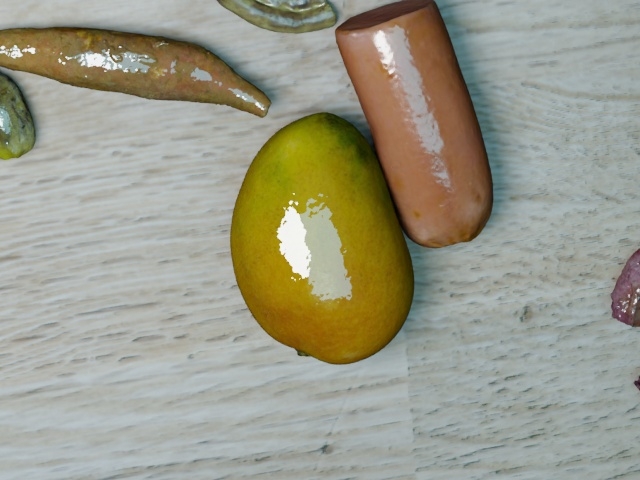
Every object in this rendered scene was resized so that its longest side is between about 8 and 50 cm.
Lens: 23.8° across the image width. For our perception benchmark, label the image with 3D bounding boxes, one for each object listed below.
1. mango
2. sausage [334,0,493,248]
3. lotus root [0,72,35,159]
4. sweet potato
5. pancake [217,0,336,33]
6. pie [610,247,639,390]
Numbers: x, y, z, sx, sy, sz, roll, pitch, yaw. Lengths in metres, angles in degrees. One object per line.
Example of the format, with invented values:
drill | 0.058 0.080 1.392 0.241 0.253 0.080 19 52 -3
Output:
mango | -0.005 0.005 1.538 0.176 0.139 0.254 -22 100 -14
sausage | 0.105 -0.113 1.548 0.114 0.113 0.259 -22 106 -6
lotus root | -0.313 -0.127 1.483 0.054 0.049 0.099 -21 101 -5
sweet potato | -0.200 -0.177 1.484 0.314 0.066 0.072 9 132 -14
pancake | -0.033 -0.300 1.519 0.184 0.020 0.190 -42 108 -1
pie | 0.425 0.088 1.691 0.204 0.054 0.218 -35 108 -2
